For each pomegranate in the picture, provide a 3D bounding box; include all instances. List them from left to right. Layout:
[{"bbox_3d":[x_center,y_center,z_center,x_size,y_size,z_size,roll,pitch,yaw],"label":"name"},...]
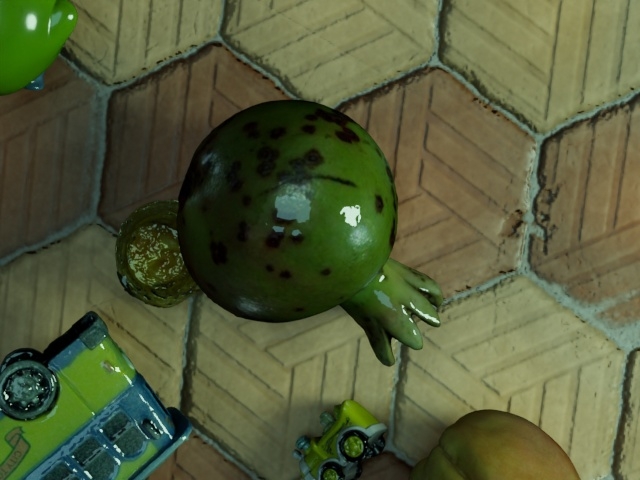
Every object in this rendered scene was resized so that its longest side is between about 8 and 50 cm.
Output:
[{"bbox_3d":[0.003,-0.006,0.867,0.305,0.242,0.242,29,95,2],"label":"pomegranate"}]

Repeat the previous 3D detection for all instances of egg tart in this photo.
[{"bbox_3d":[-0.178,0.016,0.979,0.130,0.052,0.130,0,90,5],"label":"egg tart"}]

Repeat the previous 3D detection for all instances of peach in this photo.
[{"bbox_3d":[0.186,0.273,0.890,0.184,0.184,0.184,0,93,7],"label":"peach"}]

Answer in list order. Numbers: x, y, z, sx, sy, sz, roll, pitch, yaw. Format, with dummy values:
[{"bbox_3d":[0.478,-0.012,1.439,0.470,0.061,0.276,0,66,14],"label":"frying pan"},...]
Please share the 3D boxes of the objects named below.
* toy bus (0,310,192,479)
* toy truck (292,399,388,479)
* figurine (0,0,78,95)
[{"bbox_3d":[-0.311,0.234,0.893,0.312,0.152,0.190,-41,101,-16],"label":"toy bus"},{"bbox_3d":[0.016,0.233,0.959,0.077,0.076,0.111,43,99,21],"label":"toy truck"},{"bbox_3d":[-0.392,-0.223,0.956,0.263,0.143,0.162,-29,92,19],"label":"figurine"}]
